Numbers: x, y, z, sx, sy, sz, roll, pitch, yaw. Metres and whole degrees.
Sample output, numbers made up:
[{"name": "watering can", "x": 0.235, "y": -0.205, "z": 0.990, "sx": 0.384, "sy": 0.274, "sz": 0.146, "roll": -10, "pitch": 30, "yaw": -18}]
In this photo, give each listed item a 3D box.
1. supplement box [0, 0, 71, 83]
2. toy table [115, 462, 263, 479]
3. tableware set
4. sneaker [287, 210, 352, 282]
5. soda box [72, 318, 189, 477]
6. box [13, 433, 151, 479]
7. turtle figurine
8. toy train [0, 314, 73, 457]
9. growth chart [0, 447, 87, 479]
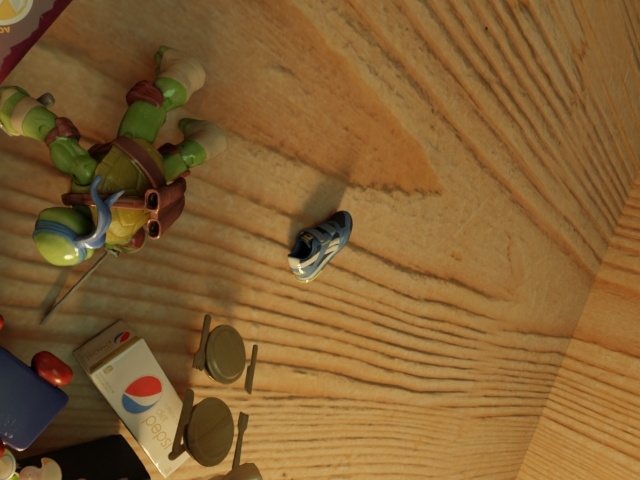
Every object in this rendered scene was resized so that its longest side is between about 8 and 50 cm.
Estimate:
[{"name": "supplement box", "x": -0.316, "y": -0.195, "z": 0.438, "sx": 0.104, "sy": 0.080, "sz": 0.188, "roll": 43, "pitch": 75, "yaw": -43}, {"name": "toy table", "x": -0.145, "y": 0.375, "z": 0.558, "sx": 0.160, "sy": 0.252, "sz": 0.275, "roll": -6, "pitch": 122, "yaw": -26}, {"name": "tableware set", "x": -0.152, "y": 0.214, "z": 0.709, "sx": 0.128, "sy": 0.039, "sz": 0.194, "roll": 45, "pitch": 40, "yaw": -43}, {"name": "sneaker", "x": 0.000, "y": 0.000, "z": 0.830, "sx": 0.144, "sy": 0.053, "sz": 0.059, "roll": -52, "pitch": 131, "yaw": -18}, {"name": "soda box", "x": -0.236, "y": 0.214, "z": 0.672, "sx": 0.073, "sy": 0.069, "sz": 0.216, "roll": -37, "pitch": 127, "yaw": -29}, {"name": "box", "x": -0.315, "y": 0.374, "z": 0.627, "sx": 0.153, "sy": 0.108, "sz": 0.207, "roll": 0, "pitch": 105, "yaw": -43}, {"name": "turtle figurine", "x": -0.240, "y": -0.082, "z": 0.539, "sx": 0.198, "sy": 0.274, "sz": 0.266, "roll": 49, "pitch": 48, "yaw": -19}, {"name": "toy train", "x": -0.363, "y": 0.088, "z": 0.462, "sx": 0.105, "sy": 0.143, "sz": 0.248, "roll": -53, "pitch": 129, "yaw": -27}, {"name": "growth chart", "x": -0.350, "y": 0.291, "z": 0.518, "sx": 0.021, "sy": 0.237, "sz": 0.172, "roll": -50, "pitch": 146, "yaw": -78}]
